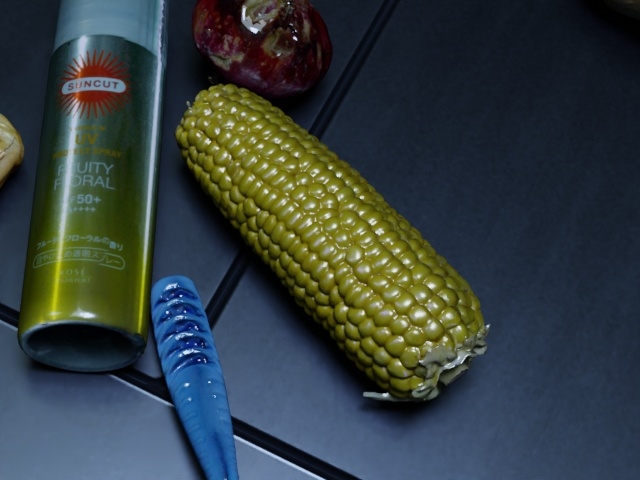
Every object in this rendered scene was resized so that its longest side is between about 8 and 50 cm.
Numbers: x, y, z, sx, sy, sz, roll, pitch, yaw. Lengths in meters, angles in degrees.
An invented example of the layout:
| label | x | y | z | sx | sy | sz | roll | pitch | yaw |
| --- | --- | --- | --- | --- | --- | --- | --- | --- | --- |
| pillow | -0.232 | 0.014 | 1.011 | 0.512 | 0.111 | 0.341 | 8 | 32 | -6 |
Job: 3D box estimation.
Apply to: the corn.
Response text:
| label | x | y | z | sx | sy | sz | roll | pitch | yaw |
| --- | --- | --- | --- | --- | --- | --- | --- | --- | --- |
| corn | 0.004 | -0.003 | 0.926 | 0.091 | 0.091 | 0.260 | -34 | 69 | -32 |

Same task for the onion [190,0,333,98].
| label | x | y | z | sx | sy | sz | roll | pitch | yaw |
| --- | --- | --- | --- | --- | --- | --- | --- | --- | --- |
| onion | -0.043 | -0.143 | 0.999 | 0.107 | 0.097 | 0.107 | 32 | 27 | -19 |

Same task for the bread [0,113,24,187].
| label | x | y | z | sx | sy | sz | roll | pitch | yaw |
| --- | --- | --- | --- | --- | --- | --- | --- | --- | --- |
| bread | -0.251 | -0.048 | 0.940 | 0.083 | 0.044 | 0.110 | 27 | 59 | 11 |

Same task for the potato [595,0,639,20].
| label | x | y | z | sx | sy | sz | roll | pitch | yaw |
| --- | --- | --- | --- | --- | --- | --- | --- | --- | --- |
| potato | 0.284 | -0.210 | 1.061 | 0.176 | 0.137 | 0.137 | 32 | 62 | 7 |

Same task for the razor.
| label | x | y | z | sx | sy | sz | roll | pitch | yaw |
| --- | --- | --- | --- | --- | --- | --- | --- | --- | --- |
| razor | -0.063 | 0.135 | 0.868 | 0.082 | 0.042 | 0.253 | -11 | 63 | -12 |

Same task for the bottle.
| label | x | y | z | sx | sy | sz | roll | pitch | yaw |
| --- | --- | --- | --- | --- | --- | --- | --- | --- | --- |
| bottle | -0.147 | -0.058 | 0.938 | 0.082 | 0.082 | 0.286 | 4 | 60 | -6 |
